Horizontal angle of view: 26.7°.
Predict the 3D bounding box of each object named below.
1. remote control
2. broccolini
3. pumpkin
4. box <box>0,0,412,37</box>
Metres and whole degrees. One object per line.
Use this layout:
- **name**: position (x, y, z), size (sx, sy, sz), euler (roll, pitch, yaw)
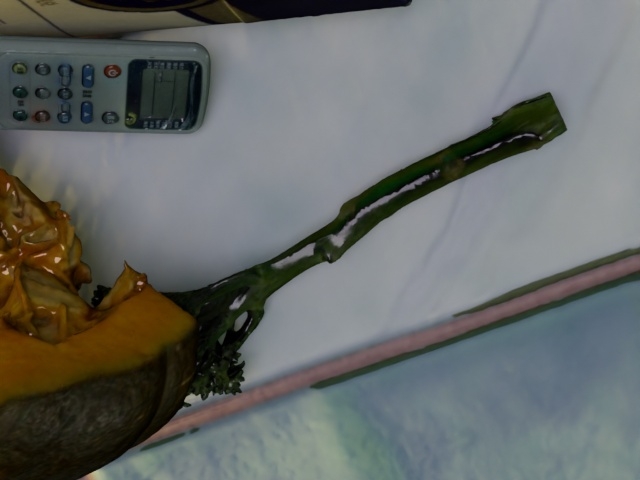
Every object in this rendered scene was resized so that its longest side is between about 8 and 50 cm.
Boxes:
- **remote control**: position (-0.114, -0.073, 0.627), size (0.124, 0.018, 0.053), euler (1, 135, -12)
- **broccolini**: position (0.002, 0.006, 0.635), size (0.254, 0.057, 0.071), euler (-30, 137, 14)
- **pumpkin**: position (-0.185, 0.029, 0.619), size (0.248, 0.131, 0.126), euler (42, 134, 23)
- **box**: position (-0.094, -0.136, 0.564), size (0.259, 0.168, 0.071), euler (-2, 84, 9)
